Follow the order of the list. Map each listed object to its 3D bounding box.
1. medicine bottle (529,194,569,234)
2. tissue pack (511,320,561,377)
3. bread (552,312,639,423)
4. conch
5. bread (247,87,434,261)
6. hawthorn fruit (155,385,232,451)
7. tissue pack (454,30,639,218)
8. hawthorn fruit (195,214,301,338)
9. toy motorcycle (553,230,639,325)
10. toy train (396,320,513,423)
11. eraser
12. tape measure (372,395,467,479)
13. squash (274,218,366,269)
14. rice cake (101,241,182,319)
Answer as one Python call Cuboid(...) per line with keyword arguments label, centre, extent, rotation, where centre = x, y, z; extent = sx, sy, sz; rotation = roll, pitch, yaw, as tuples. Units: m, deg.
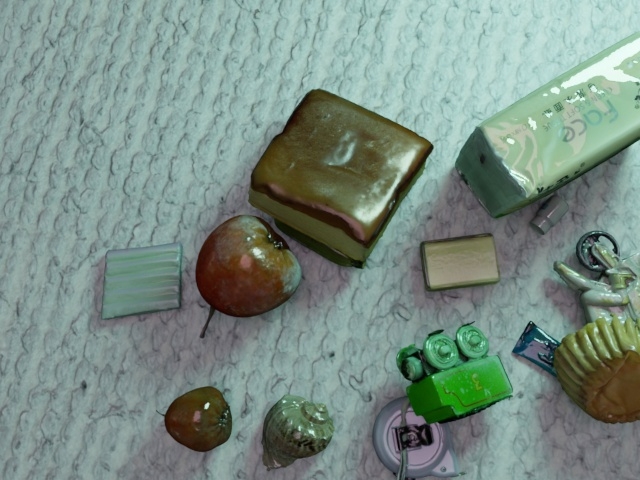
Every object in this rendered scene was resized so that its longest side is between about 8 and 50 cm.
Cuboid(label="medicine bottle", centre=(0.533, -0.059, 1.608), extent=(0.052, 0.052, 0.089), rotation=(41, 85, 12))
Cuboid(label="tissue pack", centre=(0.515, 0.253, 1.560), extent=(0.138, 0.028, 0.085), rotation=(31, 83, 14))
Cuboid(label="bread", centre=(0.626, 0.278, 1.430), extent=(0.274, 0.274, 0.149), rotation=(15, 36, 8))
Cuboid(label="conch", centre=(-0.062, 0.431, 1.557), extent=(0.207, 0.130, 0.155), rotation=(-50, 43, 17))
Cuboid(label="bread", centre=(0.046, -0.156, 1.601), extent=(0.333, 0.143, 0.323), rotation=(27, 66, 10))
Cuboid(label="hawthorn fruit", centre=(-0.283, 0.414, 1.552), extent=(0.189, 0.149, 0.149), rotation=(-35, 76, 21))
Cuboid(label="tissue pack", centre=(0.529, -0.236, 1.505), extent=(0.405, 0.332, 0.205), rotation=(-32, 81, -2))
Cuboid(label="hawthorn fruit", centre=(-0.180, 0.058, 1.562), extent=(0.263, 0.231, 0.234), rotation=(-11, 67, -2))
Cuboid(label="toy motorcycle", centre=(0.670, 0.145, 1.528), extent=(0.223, 0.108, 0.340), rotation=(-43, 79, -1))
Cuboid(label="toy train", centre=(0.285, 0.288, 1.485), extent=(0.243, 0.132, 0.188), rotation=(-7, 68, -35))
Cuboid(label="eraser", centre=(0.322, 0.052, 1.603), extent=(0.172, 0.058, 0.117), rotation=(-8, 78, 4))
Cuboid(label="tape measure", centre=(0.205, 0.438, 1.512), extent=(0.179, 0.105, 0.196), rotation=(-17, 79, 2))
Cuboid(label="squash", centre=(0.000, 0.000, 1.640), extent=(0.252, 0.066, 0.066), rotation=(31, 83, 11))
Cuboid(label="rice cake", centre=(-0.435, 0.097, 1.677), extent=(0.198, 0.037, 0.189), rotation=(-1, 79, 6))
